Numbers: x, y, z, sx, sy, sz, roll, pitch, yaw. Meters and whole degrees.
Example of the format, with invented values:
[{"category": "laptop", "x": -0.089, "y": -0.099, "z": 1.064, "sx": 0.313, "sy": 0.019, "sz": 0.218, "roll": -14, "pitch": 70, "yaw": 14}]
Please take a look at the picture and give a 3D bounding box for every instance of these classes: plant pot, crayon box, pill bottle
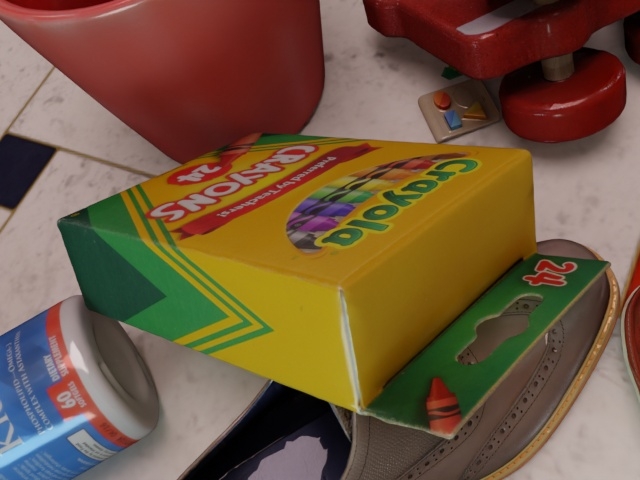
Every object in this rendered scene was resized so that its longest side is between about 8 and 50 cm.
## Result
[{"category": "plant pot", "x": -0.117, "y": -0.209, "z": 0.642, "sx": 0.275, "sy": 0.243, "sz": 0.274, "roll": -8, "pitch": 58, "yaw": 13}, {"category": "crayon box", "x": 0.000, "y": 0.000, "z": 0.481, "sx": 0.319, "sy": 0.081, "sz": 0.202, "roll": 11, "pitch": 31, "yaw": 40}, {"category": "pill bottle", "x": -0.248, "y": 0.145, "z": 0.548, "sx": 0.222, "sy": 0.124, "sz": 0.124, "roll": -31, "pitch": 57, "yaw": -2}]

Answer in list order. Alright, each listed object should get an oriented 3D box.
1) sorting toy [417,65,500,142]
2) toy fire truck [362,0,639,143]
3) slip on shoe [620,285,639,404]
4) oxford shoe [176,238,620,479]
[{"category": "sorting toy", "x": 0.122, "y": -0.132, "z": 0.662, "sx": 0.062, "sy": 0.012, "sz": 0.083, "roll": -21, "pitch": 57, "yaw": 5}, {"category": "toy fire truck", "x": 0.210, "y": -0.239, "z": 0.620, "sx": 0.302, "sy": 0.169, "sz": 0.254, "roll": -28, "pitch": 38, "yaw": -5}, {"category": "slip on shoe", "x": 0.265, "y": 0.152, "z": 0.403, "sx": 0.123, "sy": 0.101, "sz": 0.331, "roll": -15, "pitch": 59, "yaw": 6}, {"category": "oxford shoe", "x": 0.057, "y": 0.107, "z": 0.469, "sx": 0.364, "sy": 0.132, "sz": 0.130, "roll": -38, "pitch": 56, "yaw": -10}]
